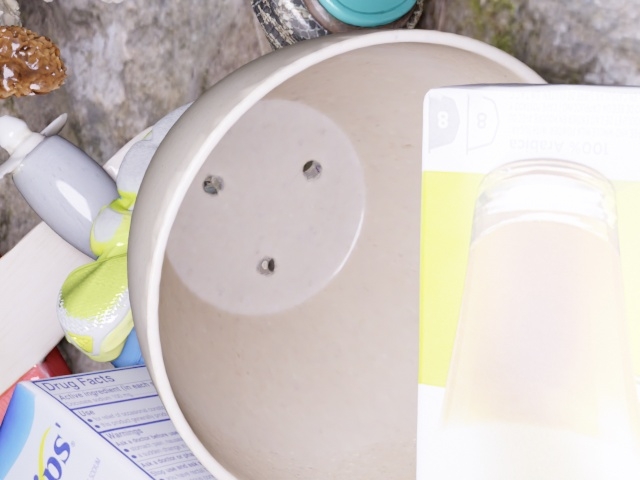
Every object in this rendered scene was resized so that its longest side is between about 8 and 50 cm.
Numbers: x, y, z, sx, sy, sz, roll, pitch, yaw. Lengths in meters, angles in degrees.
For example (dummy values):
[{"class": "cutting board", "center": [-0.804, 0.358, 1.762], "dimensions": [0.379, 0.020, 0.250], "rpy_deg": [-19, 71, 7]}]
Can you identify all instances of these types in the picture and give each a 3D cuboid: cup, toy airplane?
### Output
[{"class": "cup", "center": [0.000, 0.000, 1.232], "dimensions": [0.237, 0.331, 0.331], "rpy_deg": [33, 115, 61]}, {"class": "toy airplane", "center": [-0.304, 0.079, 1.467], "dimensions": [0.384, 0.272, 0.386], "rpy_deg": [4, 81, 18]}]

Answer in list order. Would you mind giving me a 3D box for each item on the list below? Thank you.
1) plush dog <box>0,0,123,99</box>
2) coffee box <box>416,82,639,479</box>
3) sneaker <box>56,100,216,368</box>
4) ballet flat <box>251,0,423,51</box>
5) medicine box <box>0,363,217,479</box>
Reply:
[{"class": "plush dog", "center": [-0.297, -0.211, 1.454], "dimensions": [0.262, 0.210, 0.225], "rpy_deg": [3, 70, 37]}, {"class": "coffee box", "center": [0.283, 0.086, 0.967], "dimensions": [0.338, 0.338, 0.334], "rpy_deg": [5, 96, 38]}, {"class": "sneaker", "center": [-0.118, 0.004, 1.393], "dimensions": [0.091, 0.126, 0.240], "rpy_deg": [18, 62, 31]}, {"class": "ballet flat", "center": [-0.059, -0.348, 1.319], "dimensions": [0.182, 0.164, 0.482], "rpy_deg": [-17, 89, 62]}, {"class": "medicine box", "center": [-0.059, 0.217, 1.290], "dimensions": [0.289, 0.263, 0.149], "rpy_deg": [33, 112, 32]}]
